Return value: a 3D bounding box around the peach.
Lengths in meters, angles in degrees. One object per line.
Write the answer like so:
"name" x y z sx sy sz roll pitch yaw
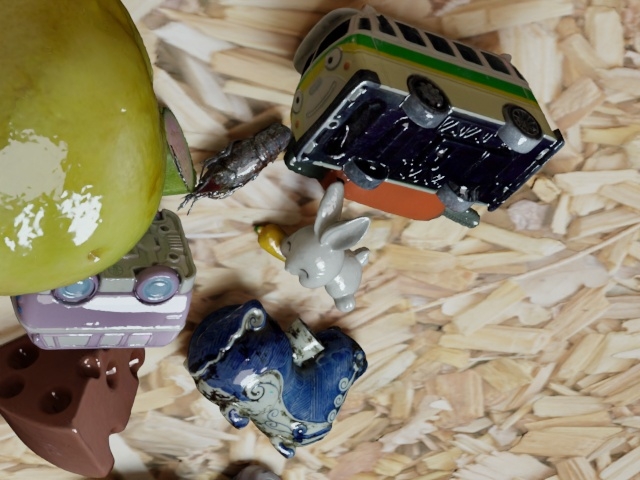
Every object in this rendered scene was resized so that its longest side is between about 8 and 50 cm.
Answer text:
"peach" -0.292 -0.118 1.199 0.282 0.314 0.315 -5 130 -3

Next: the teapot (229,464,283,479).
"teapot" -0.116 0.410 1.913 0.146 0.148 0.116 -37 100 25

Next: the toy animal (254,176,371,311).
"toy animal" 0.000 0.000 1.583 0.127 0.131 0.181 -38 153 -3

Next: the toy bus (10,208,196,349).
"toy bus" -0.258 0.044 1.450 0.203 0.142 0.142 2 135 -24

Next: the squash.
"squash" -0.217 -0.082 1.418 0.132 0.105 0.105 -18 136 5

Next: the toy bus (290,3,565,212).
"toy bus" 0.110 -0.157 1.448 0.305 0.179 0.143 11 138 -35

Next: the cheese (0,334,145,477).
"cheese" -0.303 0.203 1.556 0.203 0.177 0.128 -24 136 -6

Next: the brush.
"brush" 0.085 -0.072 1.610 0.323 0.051 0.070 21 110 -36

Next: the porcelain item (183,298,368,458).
"porcelain item" -0.052 0.174 1.698 0.186 0.138 0.288 -46 136 1

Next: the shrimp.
"shrimp" -0.105 -0.086 1.489 0.165 0.065 0.056 -30 104 7
